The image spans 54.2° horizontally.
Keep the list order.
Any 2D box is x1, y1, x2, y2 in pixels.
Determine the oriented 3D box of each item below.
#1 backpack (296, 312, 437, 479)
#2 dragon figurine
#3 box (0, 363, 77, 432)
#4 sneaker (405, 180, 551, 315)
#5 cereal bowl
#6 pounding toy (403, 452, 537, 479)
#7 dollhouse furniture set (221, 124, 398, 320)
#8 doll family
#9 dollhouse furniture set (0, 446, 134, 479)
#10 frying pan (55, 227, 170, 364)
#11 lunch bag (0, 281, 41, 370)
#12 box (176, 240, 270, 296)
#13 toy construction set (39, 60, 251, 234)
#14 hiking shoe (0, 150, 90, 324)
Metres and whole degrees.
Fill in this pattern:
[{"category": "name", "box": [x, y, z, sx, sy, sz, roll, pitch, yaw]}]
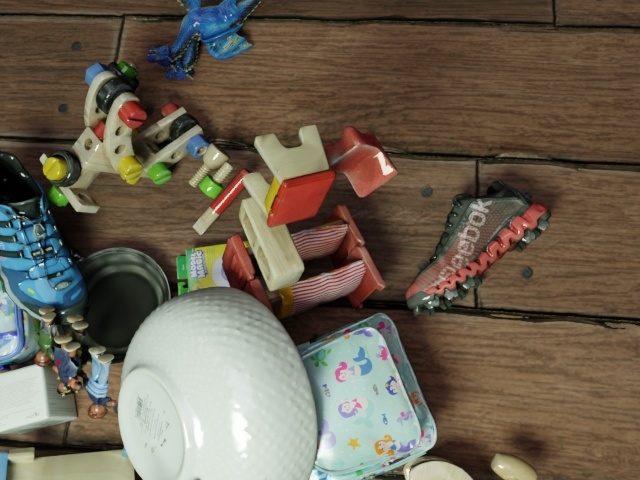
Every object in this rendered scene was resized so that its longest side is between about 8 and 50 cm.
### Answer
[{"category": "backpack", "box": [0.023, 0.244, 0.911, 0.254, 0.191, 0.225, -22, 75, 3]}, {"category": "dragon figurine", "box": [-0.178, -0.389, 1.146, 0.289, 0.085, 0.144, -15, 76, 5]}, {"category": "box", "box": [-0.456, 0.250, 0.984, 0.102, 0.101, 0.087, -15, 73, 0]}, {"category": "sneaker", "box": [0.229, 0.005, 1.000, 0.276, 0.097, 0.135, -38, 75, -8]}, {"category": "cereal bowl", "box": [-0.171, 0.237, 0.849, 0.339, 0.141, 0.338, 7, 101, 41]}, {"category": "pounding toy", "box": [0.173, 0.394, 0.865, 0.154, 0.155, 0.269, 32, 79, 8]}, {"category": "dollhouse furniture set", "box": [0.000, 0.000, 0.854, 0.201, 0.374, 0.152, -17, 71, -23]}, {"category": "doll family", "box": [-0.356, 0.181, 0.905, 0.193, 0.076, 0.111, 36, 118, 44]}, {"category": "dollhouse furniture set", "box": [-0.326, 0.461, 0.933, 0.287, 0.198, 0.303, 1, 41, -24]}, {"category": "frying pan", "box": [-0.400, 0.085, 1.052, 0.326, 0.053, 0.197, 22, 76, 13]}, {"category": "lunch bag", "box": [-0.581, 0.137, 1.034, 0.219, 0.090, 0.176, -11, 77, 2]}, {"category": "box", "box": [-0.154, 0.058, 1.045, 0.179, 0.043, 0.105, -9, 73, 4]}, {"category": "toy construction set", "box": [-0.306, -0.119, 1.045, 0.309, 0.257, 0.237, 40, 99, -7]}, {"category": "hiking shoe", "box": [-0.460, -0.003, 0.976, 0.113, 0.132, 0.304, -28, 73, -34]}]
